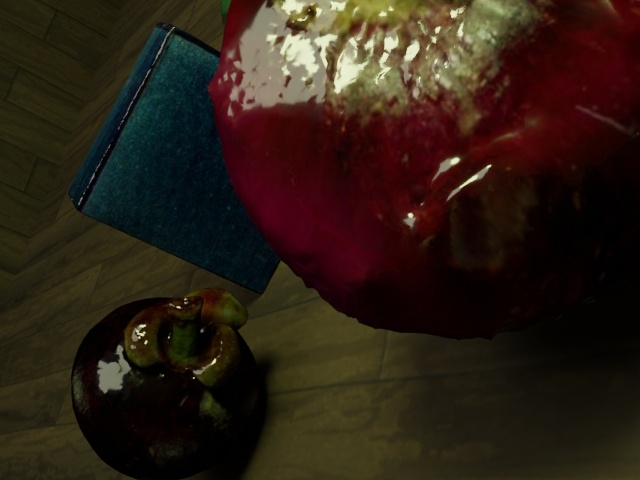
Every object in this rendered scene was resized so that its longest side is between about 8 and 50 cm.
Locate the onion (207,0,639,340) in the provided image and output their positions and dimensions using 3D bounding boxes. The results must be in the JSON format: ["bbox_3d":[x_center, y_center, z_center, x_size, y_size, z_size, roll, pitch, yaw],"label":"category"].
[{"bbox_3d":[0.123,-0.090,0.742,0.420,0.398,0.398,73,-152,-64],"label":"onion"}]

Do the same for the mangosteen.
[{"bbox_3d":[-0.177,0.157,1.055,0.228,0.228,0.265,-93,21,-44],"label":"mangosteen"}]

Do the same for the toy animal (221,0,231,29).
[{"bbox_3d":[-0.030,-0.426,1.369,0.191,0.216,0.338,14,80,35],"label":"toy animal"}]

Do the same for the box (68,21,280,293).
[{"bbox_3d":[-0.149,-0.107,1.197,0.261,0.279,0.116,-60,28,5],"label":"box"}]
